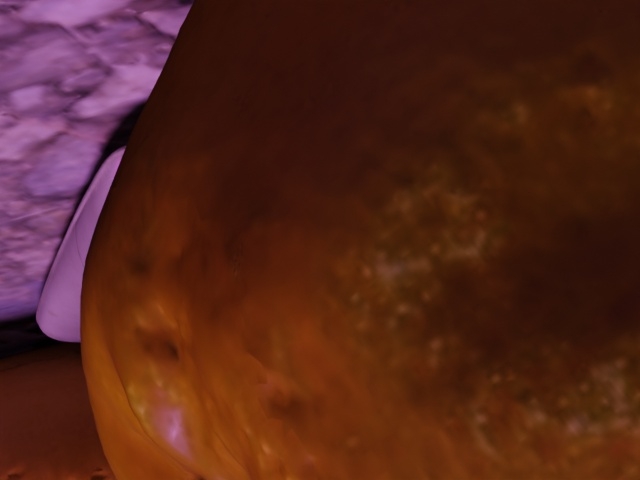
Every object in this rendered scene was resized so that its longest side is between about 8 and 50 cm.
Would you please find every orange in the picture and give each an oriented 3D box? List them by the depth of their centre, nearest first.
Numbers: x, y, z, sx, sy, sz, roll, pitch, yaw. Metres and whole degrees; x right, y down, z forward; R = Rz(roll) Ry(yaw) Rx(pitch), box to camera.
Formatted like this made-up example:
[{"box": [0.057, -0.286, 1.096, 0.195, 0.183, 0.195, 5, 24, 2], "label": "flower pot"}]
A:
[{"box": [0.063, 0.025, 0.487, 0.235, 0.279, 0.279, -15, 164, -21], "label": "orange"}]

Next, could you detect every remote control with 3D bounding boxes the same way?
[{"box": [-0.059, 0.007, 0.724, 0.073, 0.044, 0.229, -6, 162, -20], "label": "remote control"}]

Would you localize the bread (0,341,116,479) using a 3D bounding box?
[{"box": [-0.080, 0.098, 0.840, 0.217, 0.147, 0.098, -9, 133, -13], "label": "bread"}]
